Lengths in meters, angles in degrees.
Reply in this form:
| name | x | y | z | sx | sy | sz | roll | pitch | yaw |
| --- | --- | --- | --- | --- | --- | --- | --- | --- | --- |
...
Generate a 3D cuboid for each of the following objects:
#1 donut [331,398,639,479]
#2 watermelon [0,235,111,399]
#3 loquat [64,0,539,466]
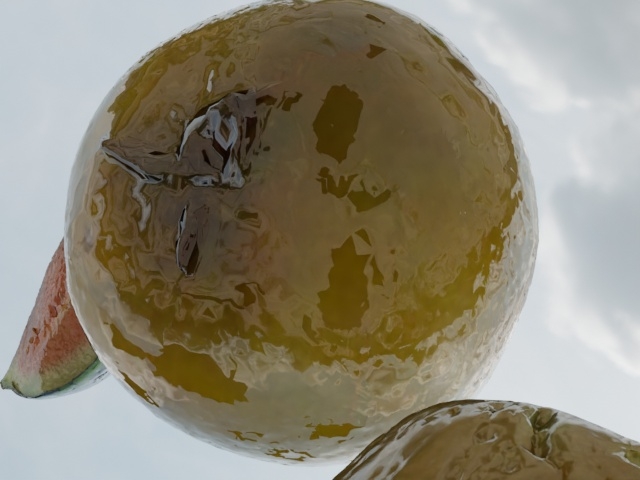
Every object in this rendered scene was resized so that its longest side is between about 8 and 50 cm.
| name | x | y | z | sx | sy | sz | roll | pitch | yaw |
| --- | --- | --- | --- | --- | --- | --- | --- | --- | --- |
| donut | 0.097 | 0.162 | 0.382 | 0.261 | 0.209 | 0.128 | 30 | -122 | 17 |
| watermelon | -0.200 | 0.047 | 1.105 | 0.119 | 0.245 | 0.063 | 32 | -173 | 22 |
| loquat | 0.000 | 0.000 | 0.887 | 0.328 | 0.328 | 0.359 | 46 | -174 | 29 |
